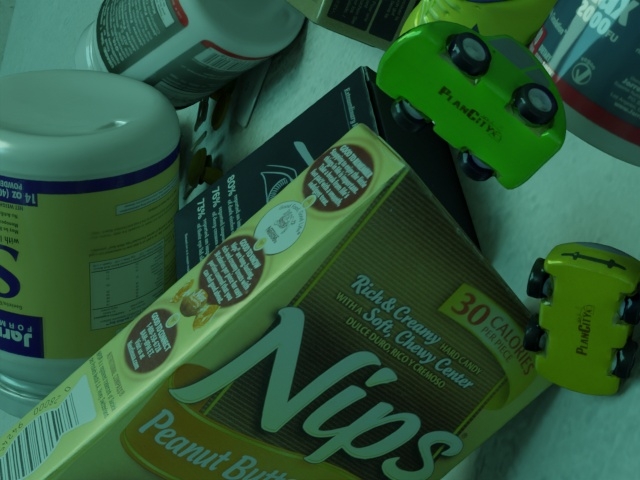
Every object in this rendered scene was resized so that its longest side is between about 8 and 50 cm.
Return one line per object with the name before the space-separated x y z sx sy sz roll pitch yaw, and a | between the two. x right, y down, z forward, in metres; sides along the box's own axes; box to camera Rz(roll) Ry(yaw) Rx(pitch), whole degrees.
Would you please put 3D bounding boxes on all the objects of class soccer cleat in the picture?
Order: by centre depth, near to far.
soccer cleat | 0.113 -0.170 0.836 0.289 0.121 0.093 -25 70 60

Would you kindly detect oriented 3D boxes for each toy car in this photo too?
toy car | 0.131 -0.039 0.637 0.239 0.225 0.053 -46 8 47

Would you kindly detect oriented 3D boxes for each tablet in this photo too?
tablet | -0.079 -0.172 1.422 0.083 0.006 0.054 -68 24 12

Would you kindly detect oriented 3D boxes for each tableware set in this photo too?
tableware set | -0.122 -0.125 1.464 0.104 0.024 0.154 -42 35 51

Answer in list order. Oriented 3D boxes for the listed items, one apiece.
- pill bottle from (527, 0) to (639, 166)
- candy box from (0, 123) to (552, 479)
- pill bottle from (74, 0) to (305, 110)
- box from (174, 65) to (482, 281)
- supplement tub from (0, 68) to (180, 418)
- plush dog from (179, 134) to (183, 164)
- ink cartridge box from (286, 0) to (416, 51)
pill bottle | 0.194 -0.138 0.666 0.180 0.108 0.108 -60 26 27
candy box | -0.029 0.105 0.751 0.316 0.183 0.087 -41 29 3
pill bottle | -0.154 -0.238 1.399 0.283 0.161 0.161 -20 56 52
box | 0.000 0.000 0.928 0.207 0.108 0.153 -35 39 23
supplement tub | -0.272 0.005 1.354 0.241 0.241 0.331 -120 30 -59
plush dog | -0.274 -0.089 1.611 0.225 0.210 0.262 -43 30 9
ink cartridge box | 0.033 -0.297 1.154 0.193 0.088 0.234 -65 24 14
